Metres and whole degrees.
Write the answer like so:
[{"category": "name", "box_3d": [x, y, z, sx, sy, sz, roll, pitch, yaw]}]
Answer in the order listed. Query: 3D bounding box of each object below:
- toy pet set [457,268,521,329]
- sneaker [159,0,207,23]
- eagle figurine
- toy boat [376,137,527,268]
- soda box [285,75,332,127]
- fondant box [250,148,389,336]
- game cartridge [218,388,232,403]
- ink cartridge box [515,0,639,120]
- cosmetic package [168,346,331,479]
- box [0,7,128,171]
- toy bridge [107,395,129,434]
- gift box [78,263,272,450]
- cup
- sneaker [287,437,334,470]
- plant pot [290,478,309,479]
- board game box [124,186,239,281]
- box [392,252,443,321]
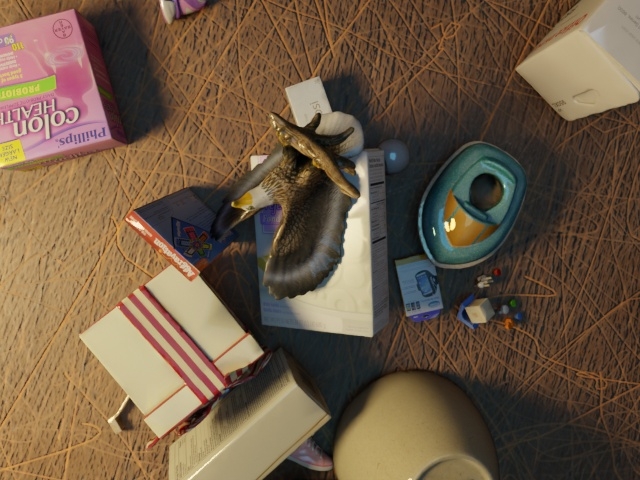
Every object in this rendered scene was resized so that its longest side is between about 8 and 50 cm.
[{"category": "toy pet set", "box_3d": [0.344, 0.138, 1.224, 0.114, 0.065, 0.122, -32, 100, -36]}, {"category": "sneaker", "box_3d": [-0.272, -0.540, 1.119, 0.104, 0.095, 0.237, -11, 99, -10]}, {"category": "eagle figurine", "box_3d": [-0.059, -0.073, 0.984, 0.225, 0.298, 0.226, 6, 53, -14]}, {"category": "toy boat", "box_3d": [0.240, -0.095, 1.141, 0.318, 0.148, 0.268, 28, 87, -4]}, {"category": "soda box", "box_3d": [-0.001, -0.206, 1.163, 0.073, 0.069, 0.216, -20, 94, -1]}, {"category": "fondant box", "box_3d": [0.000, 0.000, 1.099, 0.238, 0.096, 0.330, 2, 99, 27]}, {"category": "game cartridge", "box_3d": [-0.218, 0.335, 1.211, 0.083, 0.017, 0.056, -17, 91, -3]}, {"category": "ink cartridge box", "box_3d": [0.591, -0.435, 1.077, 0.166, 0.285, 0.395, 42, 90, -4]}, {"category": "cosmetic package", "box_3d": [-0.143, 0.373, 1.137, 0.309, 0.160, 0.113, -42, 111, 1]}, {"category": "box", "box_3d": [-0.512, -0.275, 1.102, 0.213, 0.117, 0.243, -15, 95, -3]}, {"category": "toy bridge", "box_3d": [-0.348, 0.319, 1.196, 0.188, 0.026, 0.063, -30, 94, -2]}, {"category": "gift box", "box_3d": [-0.258, 0.199, 1.061, 0.255, 0.276, 0.258, -39, 95, -5]}, {"category": "cup", "box_3d": [0.206, 0.440, 1.119, 0.331, 0.237, 0.331, 0, 92, -9]}, {"category": "sneaker", "box_3d": [-0.027, 0.422, 1.210, 0.134, 0.051, 0.070, 21, 97, -1]}, {"category": "plant pot", "box_3d": [-0.038, 0.597, 1.119, 0.271, 0.255, 0.272, 0, 94, -3]}, {"category": "board game box", "box_3d": [-0.236, -0.021, 1.054, 0.145, 0.281, 0.027, 43, 103, -5]}, {"category": "box", "box_3d": [0.204, 0.097, 1.217, 0.081, 0.028, 0.136, -12, 97, -3]}]
